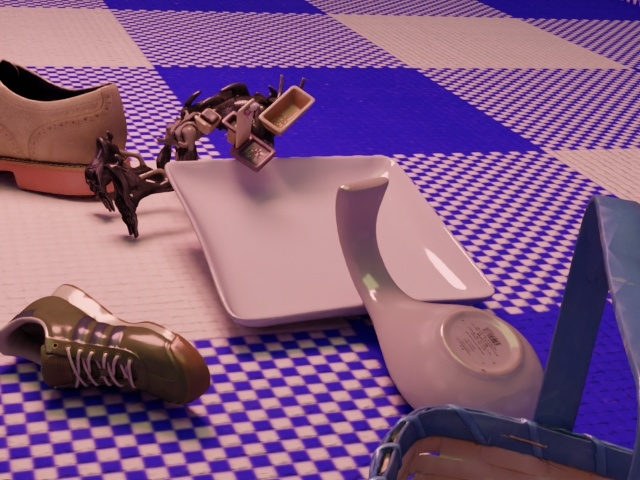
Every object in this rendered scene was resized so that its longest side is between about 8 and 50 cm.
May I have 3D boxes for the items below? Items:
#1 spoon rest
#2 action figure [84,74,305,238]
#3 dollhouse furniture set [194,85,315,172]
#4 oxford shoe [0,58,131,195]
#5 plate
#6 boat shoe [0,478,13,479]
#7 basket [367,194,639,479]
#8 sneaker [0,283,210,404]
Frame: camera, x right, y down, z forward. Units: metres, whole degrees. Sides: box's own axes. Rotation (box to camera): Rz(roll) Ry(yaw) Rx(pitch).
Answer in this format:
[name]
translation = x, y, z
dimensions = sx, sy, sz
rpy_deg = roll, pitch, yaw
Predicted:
[spoon rest]
translation = 0.095, 0.066, 0.946
dimensions = 0.137, 0.084, 0.276
rpy_deg = -12, 52, -29
[action figure]
translation = -0.132, -0.100, 1.259
dimensions = 0.276, 0.141, 0.164
rpy_deg = -27, 34, -27
[dollhouse furniture set]
translation = -0.066, -0.155, 1.164
dimensions = 0.091, 0.081, 0.114
rpy_deg = 36, 60, 14
[oxford shoe]
translation = -0.420, -0.159, 1.314
dimensions = 0.397, 0.146, 0.140
rpy_deg = 8, 23, 6
[plate]
translation = 0.000, 0.000, 1.111
dimensions = 0.278, 0.045, 0.277
rpy_deg = -4, 35, -22
[boat shoe]
translation = -0.238, 0.213, 0.522
dimensions = 0.130, 0.132, 0.355
rpy_deg = 10, 12, 37
[basket]
translation = 0.118, 0.143, 0.524
dimensions = 0.201, 0.289, 0.255
rpy_deg = 9, 24, 8
[sneaker]
translation = -0.185, 0.098, 0.871
dimensions = 0.192, 0.064, 0.086
rpy_deg = 21, 35, 34
